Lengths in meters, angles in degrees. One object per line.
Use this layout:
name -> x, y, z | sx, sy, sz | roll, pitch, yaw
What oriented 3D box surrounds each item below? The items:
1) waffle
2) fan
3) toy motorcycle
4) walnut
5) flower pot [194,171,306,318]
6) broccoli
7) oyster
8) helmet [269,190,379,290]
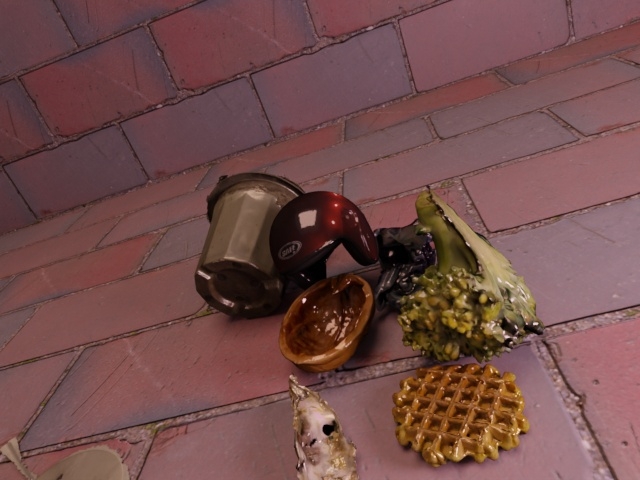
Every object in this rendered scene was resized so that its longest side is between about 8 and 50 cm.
waffle -> 0.185, 0.230, 0.701 | 0.191, 0.038, 0.191 | -17, 26, 9
fan -> -0.484, 0.421, 0.876 | 0.415, 0.012, 0.233 | 5, 36, 42
toy motorcycle -> 0.155, 0.040, 1.020 | 0.159, 0.106, 0.270 | -8, 33, 28
walnut -> 0.017, 0.159, 0.912 | 0.167, 0.087, 0.211 | 2, 42, 33
flower pot -> -0.150, 0.024, 1.154 | 0.290, 0.290, 0.259 | -12, 40, 20
broccoli -> 0.191, 0.074, 0.793 | 0.180, 0.273, 0.242 | -42, 4, 26
oyster -> 0.000, 0.284, 0.746 | 0.106, 0.061, 0.200 | -1, 30, 2
helmet -> 0.000, 0.000, 1.003 | 0.189, 0.193, 0.216 | -31, -4, 35
